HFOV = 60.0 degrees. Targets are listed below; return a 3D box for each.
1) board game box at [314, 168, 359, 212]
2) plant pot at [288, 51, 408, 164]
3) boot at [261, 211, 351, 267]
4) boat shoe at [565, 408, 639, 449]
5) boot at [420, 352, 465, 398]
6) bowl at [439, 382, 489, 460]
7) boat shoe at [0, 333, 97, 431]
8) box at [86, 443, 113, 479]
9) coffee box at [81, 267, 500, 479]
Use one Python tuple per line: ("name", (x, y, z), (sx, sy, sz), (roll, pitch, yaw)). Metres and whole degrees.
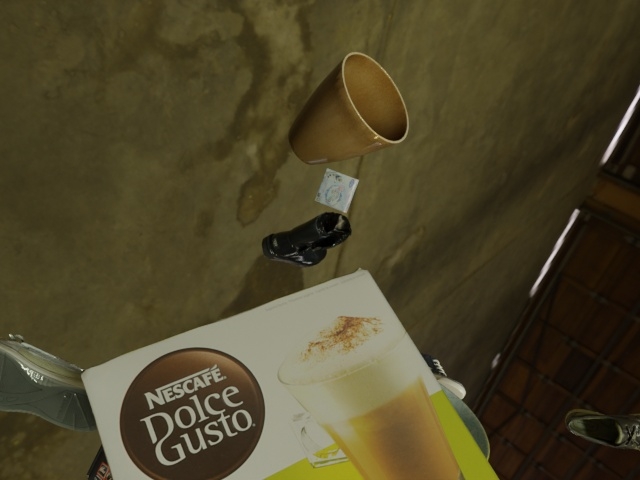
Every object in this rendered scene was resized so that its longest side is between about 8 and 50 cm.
("board game box", (0.041, -0.127, 1.412), (0.020, 0.090, 0.090), (8, 104, -64))
("plant pot", (0.045, -0.295, 1.378), (0.254, 0.237, 0.237), (-25, 174, 38))
("boot", (0.000, 0.000, 1.435), (0.247, 0.207, 0.094), (8, 69, -53))
("boat shoe", (0.654, 0.420, 1.212), (0.073, 0.224, 0.080), (1, 90, -62))
("boot", (0.295, 0.340, 1.425), (0.086, 0.190, 0.069), (-45, 131, -35))
("bowl", (0.190, 0.422, 1.176), (0.289, 0.289, 0.156), (-8, 131, -55))
("boat shoe", (-0.548, 0.261, 1.063), (0.118, 0.321, 0.103), (-63, -168, 9))
("box", (-0.236, 0.438, 1.071), (0.318, 0.395, 0.097), (-61, 156, 5))
("coffee box", (-0.049, 0.292, 0.659), (0.338, 0.334, 0.338), (-18, 152, -24))
